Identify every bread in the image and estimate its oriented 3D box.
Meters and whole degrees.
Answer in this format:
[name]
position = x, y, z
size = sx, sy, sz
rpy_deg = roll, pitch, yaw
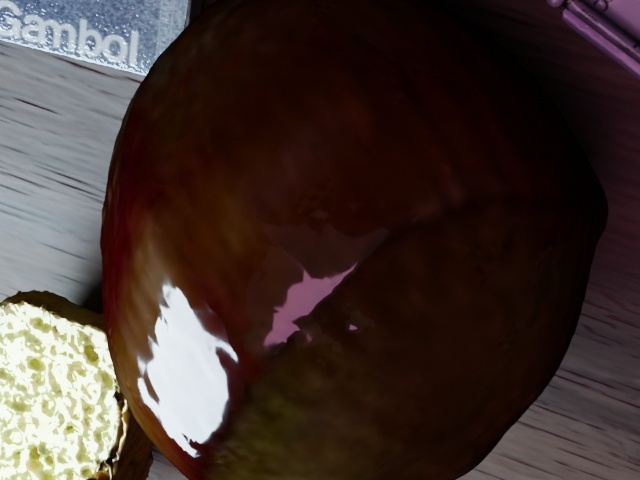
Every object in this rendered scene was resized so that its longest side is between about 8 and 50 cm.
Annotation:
[bread]
position = -0.223, 0.162, 1.641
size = 0.160, 0.147, 0.260
rpy_deg = 20, 113, 18

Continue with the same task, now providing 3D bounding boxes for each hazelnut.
[hazelnut]
position = 0.000, 0.000, 1.380
size = 0.421, 0.353, 0.421
rpy_deg = 24, 128, 35

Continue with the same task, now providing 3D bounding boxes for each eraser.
[eraser]
position = -0.202, -0.200, 1.512
size = 0.212, 0.046, 0.092
rpy_deg = 15, 118, 11

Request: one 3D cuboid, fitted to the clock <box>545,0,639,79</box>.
[clock]
position = 0.300, -0.181, 1.338
size = 0.253, 0.083, 0.186
rpy_deg = 37, 119, -2
